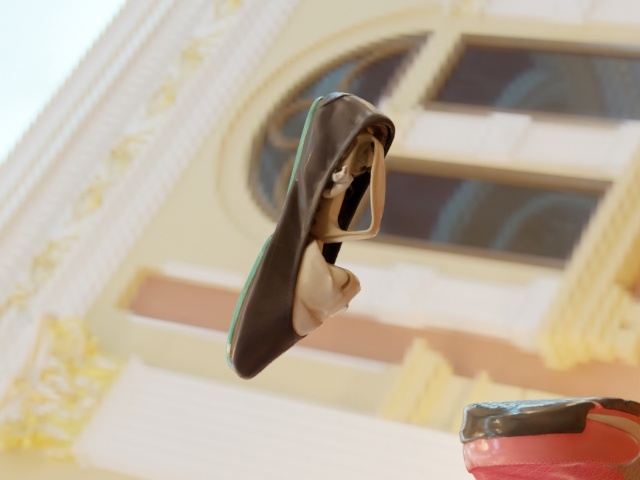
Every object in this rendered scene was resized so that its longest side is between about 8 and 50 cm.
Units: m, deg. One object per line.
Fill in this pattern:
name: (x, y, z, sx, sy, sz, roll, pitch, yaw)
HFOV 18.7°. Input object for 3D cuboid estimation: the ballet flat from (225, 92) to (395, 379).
ballet flat: (0.000, 0.000, 1.274, 0.074, 0.074, 0.203, 33, -107, -53)

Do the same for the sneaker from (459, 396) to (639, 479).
sneaker: (0.171, 0.194, 1.262, 0.314, 0.116, 0.136, 51, -142, -59)
